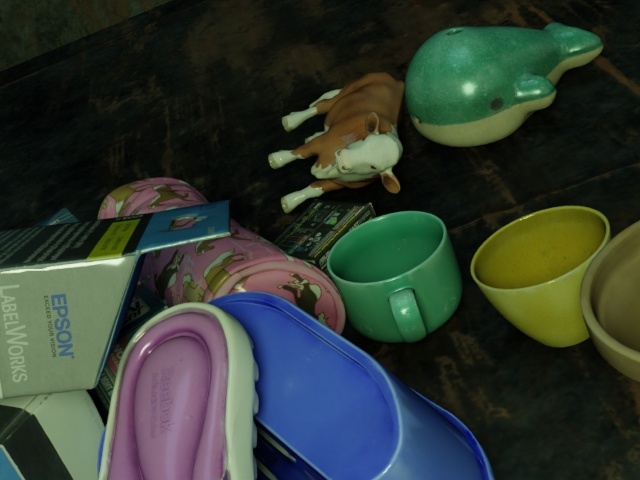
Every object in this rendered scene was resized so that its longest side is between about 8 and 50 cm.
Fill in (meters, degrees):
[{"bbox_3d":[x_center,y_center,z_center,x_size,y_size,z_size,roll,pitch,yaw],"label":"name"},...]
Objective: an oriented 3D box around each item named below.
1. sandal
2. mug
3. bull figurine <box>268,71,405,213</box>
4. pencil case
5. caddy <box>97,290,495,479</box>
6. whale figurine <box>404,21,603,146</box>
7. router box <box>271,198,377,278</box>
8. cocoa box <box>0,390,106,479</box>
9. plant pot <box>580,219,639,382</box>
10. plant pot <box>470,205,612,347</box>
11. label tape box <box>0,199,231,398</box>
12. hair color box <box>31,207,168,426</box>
[{"bbox_3d":[-0.118,0.206,0.742,0.169,0.102,0.416,-29,43,18],"label":"sandal"},{"bbox_3d":[0.076,0.052,1.134,0.129,0.097,0.158,0,35,33],"label":"mug"},{"bbox_3d":[0.034,-0.131,1.467,0.188,0.101,0.310,-17,22,21],"label":"bull figurine"},{"bbox_3d":[-0.125,0.040,1.228,0.160,0.167,0.386,-11,22,-26],"label":"pencil case"},{"bbox_3d":[-0.018,0.196,0.885,0.241,0.179,0.341,-51,40,-7],"label":"caddy"},{"bbox_3d":[0.236,-0.235,1.461,0.272,0.141,0.216,-29,29,-11],"label":"whale figurine"},{"bbox_3d":[0.000,0.000,1.340,0.092,0.038,0.122,6,40,42],"label":"router box"},{"bbox_3d":[-0.358,0.254,0.963,0.347,0.231,0.228,-1,34,33],"label":"cocoa box"},{"bbox_3d":[0.342,0.067,0.910,0.237,0.110,0.237,-17,29,10],"label":"plant pot"},{"bbox_3d":[0.222,0.043,1.043,0.134,0.095,0.134,-23,25,11],"label":"plant pot"},{"bbox_3d":[-0.232,0.049,0.902,0.333,0.106,0.240,-7,9,-3],"label":"label tape box"},{"bbox_3d":[-0.233,0.103,1.192,0.105,0.174,0.347,-33,30,-16],"label":"hair color box"}]
